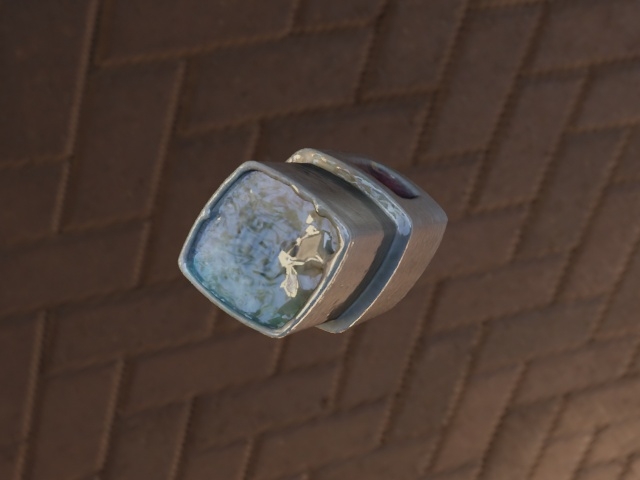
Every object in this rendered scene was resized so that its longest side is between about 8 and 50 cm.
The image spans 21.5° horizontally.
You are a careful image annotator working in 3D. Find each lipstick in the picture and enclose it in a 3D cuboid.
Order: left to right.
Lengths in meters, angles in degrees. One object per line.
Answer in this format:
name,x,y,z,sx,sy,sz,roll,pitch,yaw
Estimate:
lipstick,0.000,0.000,0.817,0.077,0.079,0.253,-56,170,9
